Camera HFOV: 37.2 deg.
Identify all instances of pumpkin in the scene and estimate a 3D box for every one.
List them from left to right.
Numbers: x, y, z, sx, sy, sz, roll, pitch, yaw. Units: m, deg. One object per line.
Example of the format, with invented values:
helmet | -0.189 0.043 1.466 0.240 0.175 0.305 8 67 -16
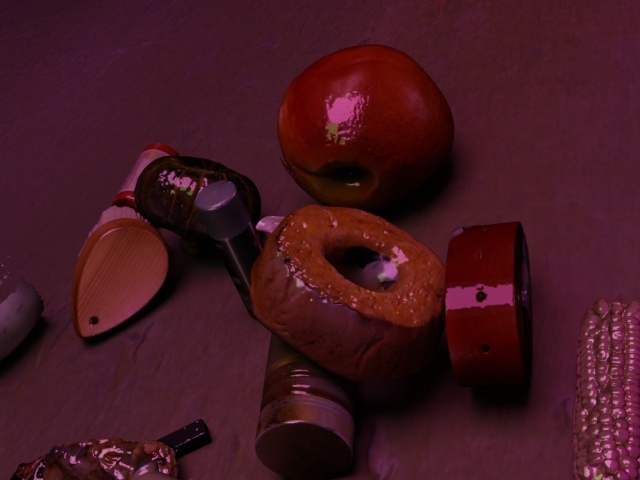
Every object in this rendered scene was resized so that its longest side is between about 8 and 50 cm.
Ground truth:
pumpkin | -0.249 -0.065 1.942 0.260 0.189 0.260 14 11 -3

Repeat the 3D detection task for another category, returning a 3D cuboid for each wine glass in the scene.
wine glass | -0.708 0.200 1.875 0.190 0.190 0.357 9 53 33

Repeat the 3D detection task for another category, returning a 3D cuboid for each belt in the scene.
belt | 0.270 0.095 1.502 0.115 0.227 0.324 -4 30 16

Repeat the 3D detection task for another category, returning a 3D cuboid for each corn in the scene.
corn | 0.419 0.232 1.363 0.126 0.126 0.335 1 47 26

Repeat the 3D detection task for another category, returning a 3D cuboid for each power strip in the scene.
power strip | -0.240 0.343 1.605 0.111 0.029 0.038 -26 39 -1

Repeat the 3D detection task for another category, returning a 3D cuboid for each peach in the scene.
peach | 0.091 -0.230 1.910 0.372 0.290 0.372 -12 42 11

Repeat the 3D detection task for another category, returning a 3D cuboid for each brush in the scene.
brush | -0.424 0.069 1.925 0.266 0.174 0.166 -56 23 -3

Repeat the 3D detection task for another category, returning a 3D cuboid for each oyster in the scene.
oyster | -0.388 0.391 1.582 0.345 0.078 0.128 -6 64 23

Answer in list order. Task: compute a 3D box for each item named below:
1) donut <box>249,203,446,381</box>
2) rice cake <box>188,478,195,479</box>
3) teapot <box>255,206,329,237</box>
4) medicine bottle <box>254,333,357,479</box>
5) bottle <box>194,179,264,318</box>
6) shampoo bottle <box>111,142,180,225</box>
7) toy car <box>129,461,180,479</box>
donut | 0.052 0.080 1.495 0.317 0.150 0.299 3 46 -20
rice cake | -0.107 0.436 1.416 0.298 0.050 0.106 7 48 32
teapot | 0.000 0.000 1.831 0.245 0.116 0.159 -8 28 21
medicine bottle | -0.013 0.214 1.551 0.151 0.151 0.322 -10 40 14
bottle | -0.142 0.021 1.728 0.082 0.286 0.082 -13 39 11
shampoo bottle | -0.401 -0.095 2.133 0.104 0.104 0.278 -3 42 22
toy car | -0.094 0.415 1.222 0.226 0.242 0.336 -50 55 3
